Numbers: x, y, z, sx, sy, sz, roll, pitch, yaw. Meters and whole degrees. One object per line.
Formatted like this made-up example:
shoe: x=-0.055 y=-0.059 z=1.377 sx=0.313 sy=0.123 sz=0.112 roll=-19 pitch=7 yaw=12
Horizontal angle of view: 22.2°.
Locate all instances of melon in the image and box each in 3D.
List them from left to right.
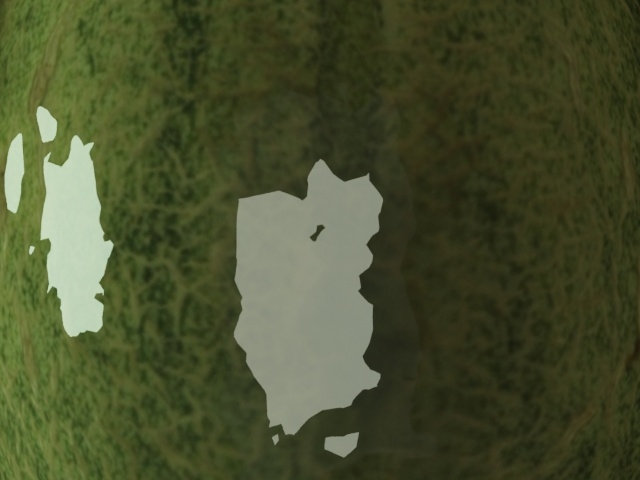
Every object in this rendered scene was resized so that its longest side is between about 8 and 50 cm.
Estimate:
melon: x=0.000 y=0.000 z=0.540 sx=0.248 sy=0.248 sz=0.329 roll=-4 pitch=106 yaw=0
